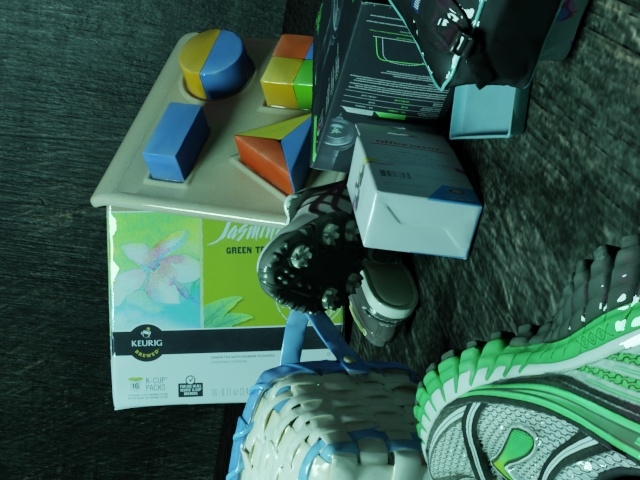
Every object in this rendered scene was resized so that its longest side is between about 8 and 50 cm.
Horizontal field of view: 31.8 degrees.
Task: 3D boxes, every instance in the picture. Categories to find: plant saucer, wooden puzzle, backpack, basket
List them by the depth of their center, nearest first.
[{"bbox_3d":[0.124,-0.226,0.866,0.188,0.144,0.166,56,147,40],"label":"backpack"},{"bbox_3d":[0.155,-0.126,1.037,0.192,0.018,0.067,-154,71,-79],"label":"plant saucer"},{"bbox_3d":[0.003,0.226,1.086,0.289,0.201,0.255,40,123,59],"label":"basket"},{"bbox_3d":[-0.102,-0.166,1.452,0.080,0.347,0.322,69,-146,-47],"label":"wooden puzzle"}]

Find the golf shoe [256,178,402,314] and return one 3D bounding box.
[{"bbox_3d":[0.000,0.000,1.192,0.273,0.120,0.105,-27,-56,-54],"label":"golf shoe"}]

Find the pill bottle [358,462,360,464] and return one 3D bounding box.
[{"bbox_3d":[0.031,0.324,1.310,0.067,0.067,0.120,-98,18,-57],"label":"pill bottle"}]

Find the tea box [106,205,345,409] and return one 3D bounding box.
[{"bbox_3d":[-0.140,0.056,1.637,0.220,0.328,0.324,-127,36,-77],"label":"tea box"}]

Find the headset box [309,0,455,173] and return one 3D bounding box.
[{"bbox_3d":[0.075,-0.238,1.251,0.283,0.131,0.246,109,165,-54],"label":"headset box"}]

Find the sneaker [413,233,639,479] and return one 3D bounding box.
[{"bbox_3d":[0.139,0.118,0.604,0.343,0.134,0.146,118,156,-64],"label":"sneaker"}]

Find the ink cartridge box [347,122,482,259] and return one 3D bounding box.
[{"bbox_3d":[0.087,-0.053,1.124,0.181,0.104,0.062,-101,20,-63],"label":"ink cartridge box"}]

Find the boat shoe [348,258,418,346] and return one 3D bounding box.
[{"bbox_3d":[0.058,0.025,1.313,0.228,0.081,0.069,-99,22,-50],"label":"boat shoe"}]
